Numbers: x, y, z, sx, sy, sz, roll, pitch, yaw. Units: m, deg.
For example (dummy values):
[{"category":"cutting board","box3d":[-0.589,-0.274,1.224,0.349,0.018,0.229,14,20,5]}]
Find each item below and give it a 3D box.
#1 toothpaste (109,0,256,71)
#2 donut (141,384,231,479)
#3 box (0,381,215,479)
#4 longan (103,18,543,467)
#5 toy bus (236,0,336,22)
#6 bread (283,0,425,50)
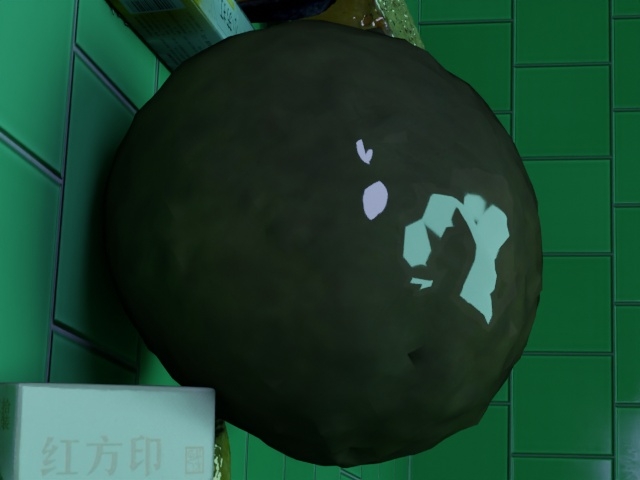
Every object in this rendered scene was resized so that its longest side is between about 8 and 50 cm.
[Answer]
[{"category":"toothpaste","box3d":[-0.134,-0.227,1.548,0.313,0.089,0.071,48,38,-74]},{"category":"donut","box3d":[-0.150,0.267,1.377,0.295,0.112,0.151,-64,150,-65]},{"category":"box","box3d":[-0.172,0.294,1.161,0.204,0.051,0.365,8,80,-46]},{"category":"longan","box3d":[0.000,-0.007,1.376,0.436,0.404,0.404,-142,-136,-62]},{"category":"toy bus","box3d":[-0.048,-0.390,1.806,0.386,0.171,0.162,-69,152,-65]},{"category":"bread","box3d":[-0.007,-0.309,2.162,0.315,0.279,0.248,55,25,-11]}]
